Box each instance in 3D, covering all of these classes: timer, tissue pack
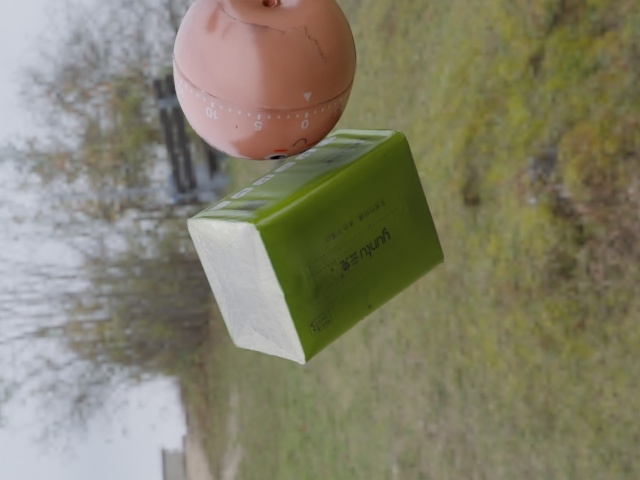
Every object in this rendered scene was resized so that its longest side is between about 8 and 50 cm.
[{"bbox_3d":[-0.069,-0.217,1.679,0.215,0.229,0.229,97,173,-45],"label":"timer"},{"bbox_3d":[0.000,0.000,1.750,0.167,0.274,0.200,7,123,50],"label":"tissue pack"}]
